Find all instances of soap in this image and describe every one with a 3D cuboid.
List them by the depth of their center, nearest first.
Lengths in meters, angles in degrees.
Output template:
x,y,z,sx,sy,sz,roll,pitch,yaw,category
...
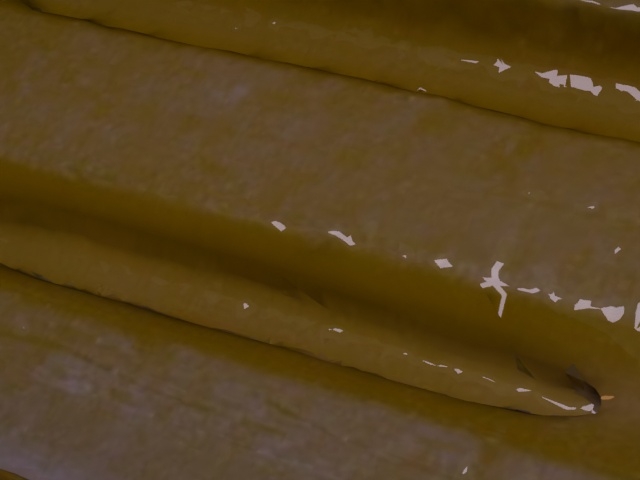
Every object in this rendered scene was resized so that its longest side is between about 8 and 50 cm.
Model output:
x,y,z,sx,sy,sz,roll,pitch,yaw,category
0.000,0.000,0.417,0.315,0.091,0.199,15,63,25,soap
